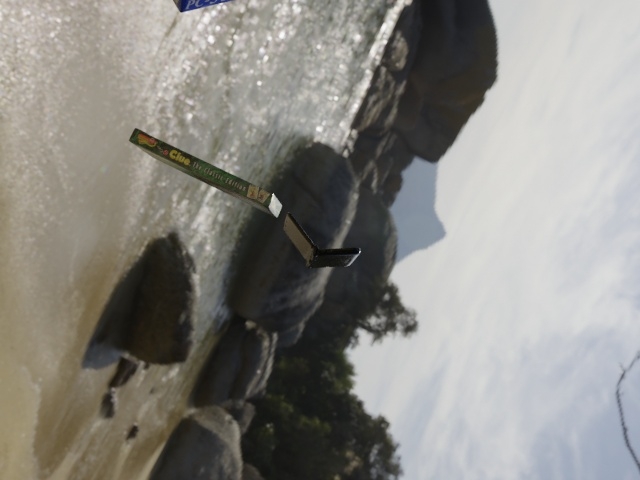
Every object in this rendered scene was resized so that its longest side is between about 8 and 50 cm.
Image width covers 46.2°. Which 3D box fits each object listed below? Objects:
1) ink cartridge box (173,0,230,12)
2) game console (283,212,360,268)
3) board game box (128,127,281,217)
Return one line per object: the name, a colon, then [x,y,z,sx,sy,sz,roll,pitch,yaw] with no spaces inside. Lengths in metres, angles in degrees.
ink cartridge box: [-0.105,-0.386,1.038,0.207,0.046,0.097,-21,158,-23]
game console: [0.000,0.000,1.171,0.122,0.107,0.071,117,-30,-78]
board game box: [-0.192,-0.114,1.290,0.030,0.260,0.136,-64,175,-1]
